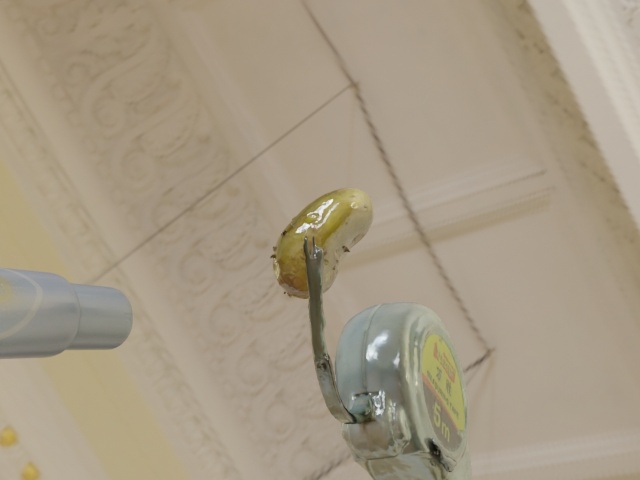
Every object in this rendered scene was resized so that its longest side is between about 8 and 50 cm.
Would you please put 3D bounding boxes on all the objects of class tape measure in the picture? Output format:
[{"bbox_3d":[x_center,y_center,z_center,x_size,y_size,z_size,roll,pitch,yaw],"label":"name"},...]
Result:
[{"bbox_3d":[0.027,0.078,0.945,0.084,0.164,0.330,-17,-44,19],"label":"tape measure"}]

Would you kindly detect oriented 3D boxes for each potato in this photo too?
[{"bbox_3d":[0.000,0.000,1.385,0.070,0.138,0.091,27,-27,20],"label":"potato"}]

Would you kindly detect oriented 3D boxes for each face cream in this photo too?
[{"bbox_3d":[-0.334,0.069,1.268,0.086,0.385,0.136,-39,-114,25],"label":"face cream"}]
